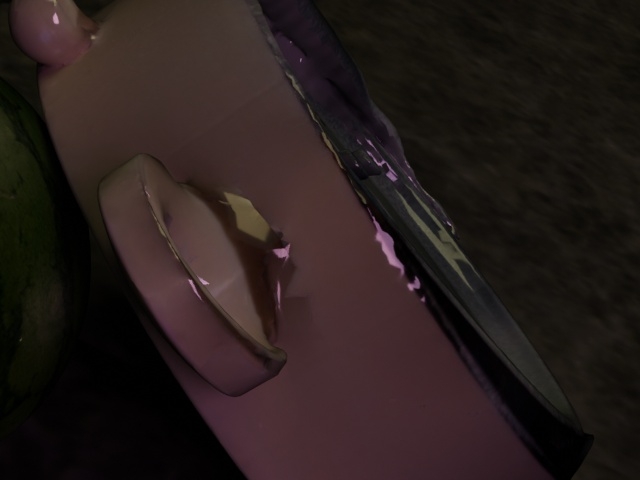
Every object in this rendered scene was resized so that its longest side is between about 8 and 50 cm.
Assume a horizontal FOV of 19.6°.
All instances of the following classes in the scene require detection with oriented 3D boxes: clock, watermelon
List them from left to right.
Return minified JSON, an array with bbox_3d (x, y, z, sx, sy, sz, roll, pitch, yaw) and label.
[{"bbox_3d":[-0.098,0.009,0.400,0.109,0.109,0.109,18,31,-11],"label":"watermelon"},{"bbox_3d":[0.000,0.000,0.436,0.155,0.063,0.229,60,6,7],"label":"clock"}]
